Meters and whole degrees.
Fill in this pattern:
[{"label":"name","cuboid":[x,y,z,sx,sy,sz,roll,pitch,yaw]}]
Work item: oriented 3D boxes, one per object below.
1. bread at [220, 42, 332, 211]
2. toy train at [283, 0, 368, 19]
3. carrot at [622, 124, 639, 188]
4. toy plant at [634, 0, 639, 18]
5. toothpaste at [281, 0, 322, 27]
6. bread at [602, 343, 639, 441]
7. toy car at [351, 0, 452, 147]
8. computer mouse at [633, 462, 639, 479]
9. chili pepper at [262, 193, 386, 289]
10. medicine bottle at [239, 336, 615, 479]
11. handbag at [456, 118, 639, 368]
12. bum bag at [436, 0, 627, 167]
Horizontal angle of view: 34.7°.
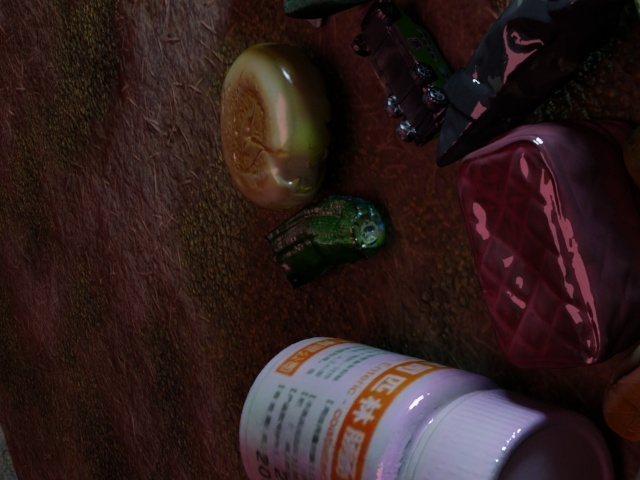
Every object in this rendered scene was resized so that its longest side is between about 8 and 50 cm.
[{"label":"bread","cuboid":[-0.053,-0.143,1.295,0.213,0.105,0.213,28,124,50]},{"label":"toy train","cuboid":[0.059,-0.347,1.067,0.330,0.139,0.178,-4,105,52]},{"label":"carrot","cuboid":[0.344,0.025,0.825,0.078,0.078,0.298,-46,66,50]},{"label":"toy plant","cuboid":[0.300,-0.187,0.732,0.155,0.088,0.240,-16,100,43]},{"label":"toothpaste","cuboid":[-0.064,-0.343,1.315,0.233,0.038,0.060,41,134,37]},{"label":"bread","cuboid":[0.302,0.113,0.888,0.073,0.053,0.214,33,150,10]},{"label":"toy car","cuboid":[0.097,-0.184,1.108,0.071,0.063,0.165,-49,60,48]},{"label":"computer mouse","cuboid":[0.373,0.363,0.818,0.228,0.146,0.428,138,127,-59]},{"label":"chili pepper","cuboid":[0.002,0.000,1.297,0.224,0.061,0.098,-21,87,56]},{"label":"medicine bottle","cuboid":[0.099,0.236,1.091,0.388,0.219,0.219,10,107,54]},{"label":"handbag","cuboid":[0.223,0.001,0.929,0.146,0.135,0.225,-15,92,54]},{"label":"bum bag","cuboid":[0.201,-0.185,0.912,0.095,0.144,0.340,32,137,-8]}]
